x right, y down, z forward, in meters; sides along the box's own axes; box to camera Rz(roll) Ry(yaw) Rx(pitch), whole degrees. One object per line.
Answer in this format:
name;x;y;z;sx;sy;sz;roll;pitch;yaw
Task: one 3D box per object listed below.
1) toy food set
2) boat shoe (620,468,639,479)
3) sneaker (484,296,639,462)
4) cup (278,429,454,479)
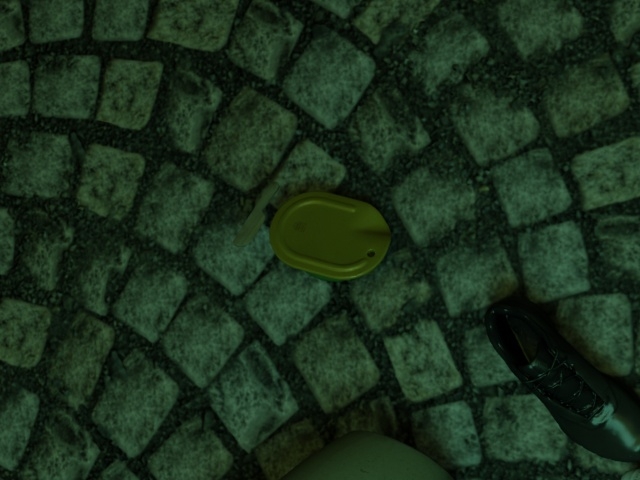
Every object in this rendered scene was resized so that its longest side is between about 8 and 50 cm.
toy food set;0.000;0.000;2.023;0.217;0.071;0.128;17;67;19
boat shoe;0.438;0.425;1.803;0.096;0.098;0.277;1;99;59
sneaker;0.317;0.187;1.846;0.286;0.130;0.109;41;97;18
cup;0.057;0.393;1.852;0.331;0.331;0.237;19;65;21
